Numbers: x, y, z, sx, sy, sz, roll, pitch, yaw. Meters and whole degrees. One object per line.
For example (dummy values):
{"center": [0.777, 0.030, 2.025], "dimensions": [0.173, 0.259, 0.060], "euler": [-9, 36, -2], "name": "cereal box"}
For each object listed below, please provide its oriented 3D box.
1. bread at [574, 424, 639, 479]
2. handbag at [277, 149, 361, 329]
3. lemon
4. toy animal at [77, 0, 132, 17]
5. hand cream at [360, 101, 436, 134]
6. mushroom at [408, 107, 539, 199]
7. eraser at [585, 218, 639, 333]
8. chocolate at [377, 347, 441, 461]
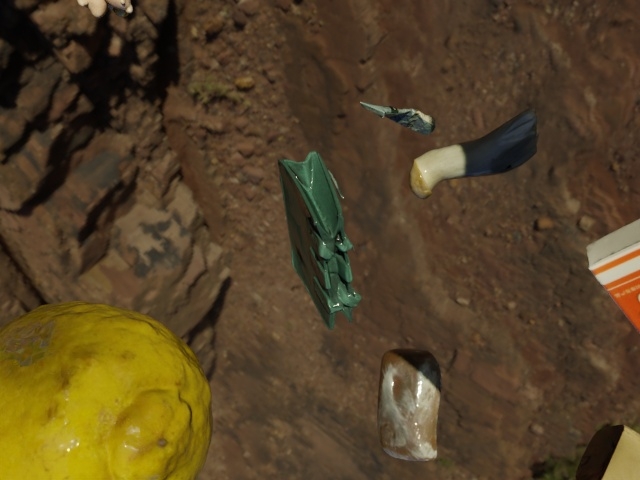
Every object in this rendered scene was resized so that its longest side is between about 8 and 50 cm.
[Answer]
{"center": [0.619, 0.502, 1.632], "dimensions": [0.212, 0.224, 0.142], "euler": [47, 145, -7], "name": "bread"}
{"center": [0.000, -0.001, 1.630], "dimensions": [0.326, 0.089, 0.238], "euler": [85, 165, -46], "name": "handbag"}
{"center": [-0.269, 0.201, 0.919], "dimensions": [0.285, 0.285, 0.316], "euler": [42, 145, -2], "name": "lemon"}
{"center": [-0.359, -0.398, 1.333], "dimensions": [0.114, 0.082, 0.091], "euler": [52, 163, 42], "name": "toy animal"}
{"center": [0.203, -0.300, 2.001], "dimensions": [0.075, 0.248, 0.052], "euler": [1, 89, 43], "name": "hand cream"}
{"center": [0.356, -0.203, 1.902], "dimensions": [0.329, 0.122, 0.159], "euler": [-21, 136, 13], "name": "mushroom"}
{"center": [0.350, 0.057, 0.670], "dimensions": [0.157, 0.038, 0.230], "euler": [-31, 113, 29], "name": "eraser"}
{"center": [0.185, 0.371, 1.830], "dimensions": [0.157, 0.253, 0.080], "euler": [-3, 172, 44], "name": "chocolate"}
